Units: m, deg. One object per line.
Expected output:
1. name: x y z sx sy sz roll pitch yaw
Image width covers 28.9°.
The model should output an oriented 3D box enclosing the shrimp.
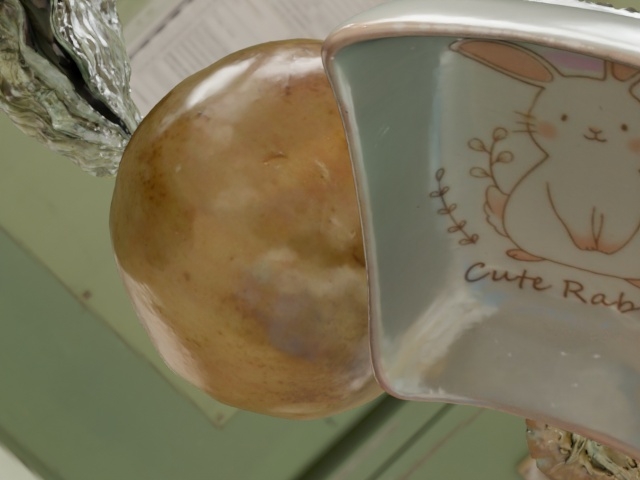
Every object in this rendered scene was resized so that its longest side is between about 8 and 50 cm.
1. shrimp: 0.240 0.185 1.066 0.184 0.091 0.043 45 -5 -20

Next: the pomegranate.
1. pomegranate: 0.000 0.000 0.827 0.270 0.252 0.229 45 -25 28

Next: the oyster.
1. oyster: -0.232 -0.163 1.071 0.198 0.112 0.268 -60 129 -73

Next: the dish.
1. dish: 0.092 -0.010 0.478 0.151 0.077 0.212 15 -38 22
